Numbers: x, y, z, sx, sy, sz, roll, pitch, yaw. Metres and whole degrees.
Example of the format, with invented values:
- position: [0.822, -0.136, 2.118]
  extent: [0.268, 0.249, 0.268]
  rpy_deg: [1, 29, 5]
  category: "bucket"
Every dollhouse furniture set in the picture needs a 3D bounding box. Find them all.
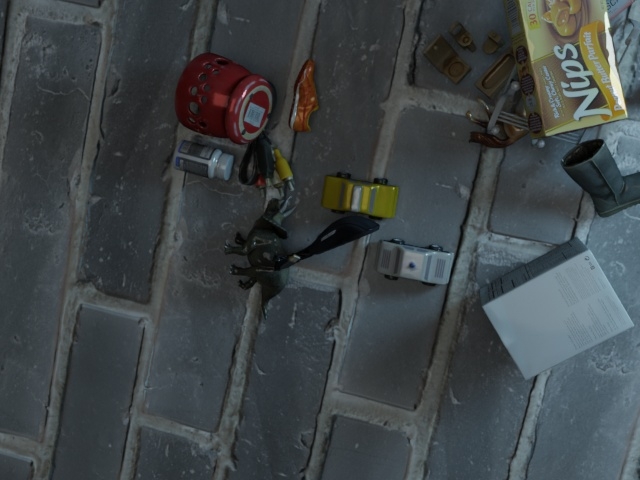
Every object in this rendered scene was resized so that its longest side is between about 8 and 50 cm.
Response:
- position: [0.344, -0.411, 1.772]
  extent: [0.144, 0.123, 0.151]
  rpy_deg: [-47, 61, 12]
  category: "dollhouse furniture set"

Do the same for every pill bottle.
- position: [-0.290, -0.198, 1.973]
  extent: [0.137, 0.078, 0.078]
  rpy_deg: [16, 101, 8]
  category: "pill bottle"

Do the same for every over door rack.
- position: [0.528, -0.350, 1.715]
  extent: [0.240, 0.108, 0.324]
  rpy_deg: [16, 106, -7]
  category: "over door rack"

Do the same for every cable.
- position: [-0.144, -0.246, 1.965]
  extent: [0.140, 0.072, 0.287]
  rpy_deg: [-10, 84, 31]
  category: "cable"

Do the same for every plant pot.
- position: [-0.218, -0.330, 1.864]
  extent: [0.174, 0.191, 0.191]
  rpy_deg: [21, 102, 23]
  category: "plant pot"

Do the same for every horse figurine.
- position: [0.452, -0.310, 1.824]
  extent: [0.175, 0.066, 0.263]
  rpy_deg: [35, 97, 5]
  category: "horse figurine"

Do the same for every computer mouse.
- position: [0.000, 0.000, 1.854]
  extent: [0.262, 0.184, 0.060]
  rpy_deg: [-22, 89, 41]
  category: "computer mouse"

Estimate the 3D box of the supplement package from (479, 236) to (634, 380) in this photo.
- position: [0.529, 0.150, 1.811]
  extent: [0.263, 0.198, 0.199]
  rpy_deg: [-30, 93, 13]
  category: "supplement package"

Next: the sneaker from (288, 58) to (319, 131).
- position: [-0.033, -0.351, 1.920]
  extent: [0.068, 0.064, 0.175]
  rpy_deg: [8, 106, -11]
  category: "sneaker"

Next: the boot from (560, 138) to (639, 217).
- position: [0.652, -0.157, 1.755]
  extent: [0.190, 0.076, 0.208]
  rpy_deg: [-33, 124, 13]
  category: "boot"

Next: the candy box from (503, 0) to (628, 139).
- position: [0.499, -0.381, 1.621]
  extent: [0.183, 0.087, 0.316]
  rpy_deg: [-13, 96, -6]
  category: "candy box"

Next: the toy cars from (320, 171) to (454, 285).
- position: [0.157, -0.024, 1.911]
  extent: [0.176, 0.087, 0.393]
  rpy_deg: [-40, 90, 14]
  category: "toy cars"

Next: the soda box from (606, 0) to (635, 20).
- position: [0.620, -0.519, 1.755]
  extent: [0.183, 0.063, 0.058]
  rpy_deg: [-38, 122, 13]
  category: "soda box"

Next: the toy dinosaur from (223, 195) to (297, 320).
- position: [-0.140, 0.052, 1.963]
  extent: [0.161, 0.121, 0.313]
  rpy_deg: [-3, 95, 17]
  category: "toy dinosaur"
